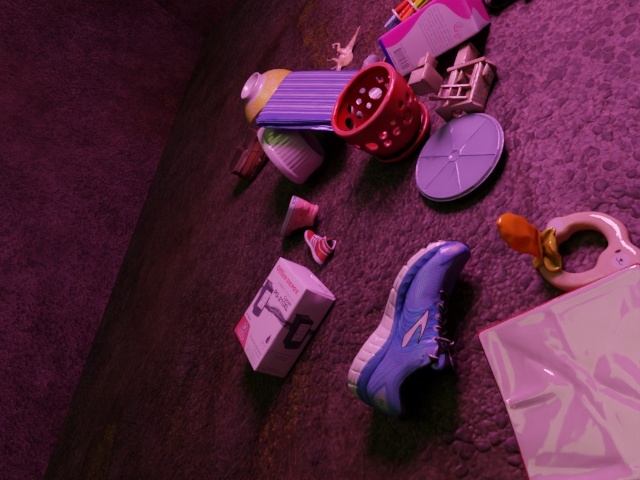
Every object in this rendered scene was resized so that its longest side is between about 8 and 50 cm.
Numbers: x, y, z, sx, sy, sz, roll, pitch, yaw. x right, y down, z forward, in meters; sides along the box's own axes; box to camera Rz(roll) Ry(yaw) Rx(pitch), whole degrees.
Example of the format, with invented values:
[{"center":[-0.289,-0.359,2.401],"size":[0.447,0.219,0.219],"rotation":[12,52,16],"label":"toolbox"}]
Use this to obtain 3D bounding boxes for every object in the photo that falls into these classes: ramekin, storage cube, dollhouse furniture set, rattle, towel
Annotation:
[{"center":[-0.078,-0.281,1.262],"size":[0.109,0.207,0.207],"rotation":[-36,42,20],"label":"ramekin"},{"center":[0.322,0.171,0.460],"size":[0.215,0.193,0.184],"rotation":[-35,43,32],"label":"storage cube"},{"center":[0.291,-0.371,0.885],"size":[0.101,0.161,0.182],"rotation":[5,72,53],"label":"dollhouse furniture set"},{"center":[0.370,0.000,0.566],"size":[0.130,0.143,0.199],"rotation":[-47,27,-11],"label":"rattle"},{"center":[-0.026,-0.412,1.231],"size":[0.243,0.040,0.336],"rotation":[6,44,13],"label":"towel"}]

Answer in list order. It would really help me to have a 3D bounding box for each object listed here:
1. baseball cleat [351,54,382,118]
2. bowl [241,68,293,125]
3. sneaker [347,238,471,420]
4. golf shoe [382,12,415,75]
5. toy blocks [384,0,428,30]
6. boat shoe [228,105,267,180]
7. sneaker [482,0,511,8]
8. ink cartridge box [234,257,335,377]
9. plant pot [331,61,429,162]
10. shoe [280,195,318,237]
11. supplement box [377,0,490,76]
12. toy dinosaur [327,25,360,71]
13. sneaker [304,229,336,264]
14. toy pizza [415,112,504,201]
[{"center":[0.155,-0.434,1.194],"size":[0.109,0.072,0.206],"rotation":[9,79,39],"label":"baseball cleat"},{"center":[-0.214,-0.560,1.652],"size":[0.289,0.156,0.289],"rotation":[-29,47,37],"label":"bowl"},{"center":[0.184,0.156,0.730],"size":[0.147,0.130,0.330],"rotation":[27,93,41],"label":"sneaker"},{"center":[0.216,-0.520,1.166],"size":[0.198,0.077,0.094],"rotation":[-59,23,-6],"label":"golf shoe"},{"center":[0.248,-0.655,1.208],"size":[0.148,0.054,0.123],"rotation":[-40,31,29],"label":"toy blocks"},{"center":[-0.225,-0.365,1.577],"size":[0.307,0.104,0.111],"rotation":[-52,38,18],"label":"boat shoe"},{"center":[0.391,-0.585,0.973],"size":[0.234,0.078,0.106],"rotation":[23,84,53],"label":"sneaker"},{"center":[-0.094,0.186,1.053],"size":[0.237,0.100,0.172],"rotation":[-58,36,7],"label":"ink cartridge box"},{"center":[0.149,-0.287,0.996],"size":[0.191,0.174,0.191],"rotation":[-31,45,37],"label":"plant pot"},{"center":[-0.061,-0.053,1.206],"size":[0.178,0.081,0.063],"rotation":[116,173,-54],"label":"shoe"},{"center":[0.268,-0.499,1.009],"size":[0.220,0.111,0.114],"rotation":[-15,23,46],"label":"supplement box"},{"center":[0.080,-0.633,1.435],"size":[0.092,0.053,0.183],"rotation":[41,109,38],"label":"toy dinosaur"},{"center":[0.000,0.000,1.109],"size":[0.067,0.042,0.118],"rotation":[-49,45,25],"label":"sneaker"},{"center":[0.284,-0.168,0.872],"size":[0.201,0.032,0.201],"rotation":[-31,46,38],"label":"toy pizza"}]
